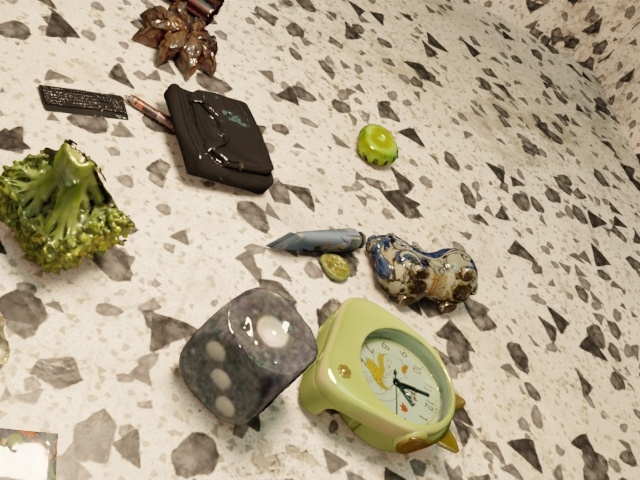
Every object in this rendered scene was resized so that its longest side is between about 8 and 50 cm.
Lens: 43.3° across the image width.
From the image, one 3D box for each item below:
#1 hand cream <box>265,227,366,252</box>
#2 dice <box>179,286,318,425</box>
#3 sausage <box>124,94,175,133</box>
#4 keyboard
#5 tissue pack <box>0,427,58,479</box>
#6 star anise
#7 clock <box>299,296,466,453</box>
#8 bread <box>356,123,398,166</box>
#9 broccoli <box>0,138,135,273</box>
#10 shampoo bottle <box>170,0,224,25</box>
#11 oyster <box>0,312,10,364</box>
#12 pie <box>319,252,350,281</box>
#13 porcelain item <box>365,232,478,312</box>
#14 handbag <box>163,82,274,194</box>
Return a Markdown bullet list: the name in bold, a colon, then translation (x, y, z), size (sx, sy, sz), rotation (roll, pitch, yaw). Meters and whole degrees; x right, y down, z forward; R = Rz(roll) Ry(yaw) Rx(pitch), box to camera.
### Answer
- **hand cream**: translation (0.000, 0.000, 1.868), size (0.271, 0.091, 0.058), rotation (0, 72, -45)
- **dice**: translation (-0.129, 0.208, 1.460), size (0.182, 0.183, 0.181), rotation (48, 36, 8)
- **sausage**: translation (-0.370, -0.282, 1.878), size (0.198, 0.025, 0.028), rotation (32, 70, -9)
- **keyboard**: translation (-0.520, -0.306, 1.784), size (0.196, 0.015, 0.074), rotation (1, 52, -39)
- **tissue pack**: translation (-0.458, 0.327, 1.162), size (0.148, 0.060, 0.109), rotation (15, 45, -28)
- **star anise**: translation (-0.358, -0.528, 2.075), size (0.236, 0.109, 0.223), rotation (51, 43, 11)
- **clock**: translation (0.141, 0.299, 1.650), size (0.348, 0.117, 0.286), rotation (35, 37, -8)
- **bread**: translation (0.156, -0.265, 2.266), size (0.130, 0.071, 0.139), rotation (10, 48, -29)
- **broccoli**: translation (-0.466, -0.050, 1.413), size (0.242, 0.273, 0.180), rotation (40, 71, 2)
- **shampoo bottle**: translation (-0.425, -0.721, 2.225), size (0.323, 0.084, 0.129), rotation (34, 35, -7)
- **oyster**: translation (-0.556, 0.133, 1.281), size (0.103, 0.051, 0.148), rotation (-3, 70, -45)
- **pie**: translation (0.035, 0.062, 1.876), size (0.084, 0.021, 0.084), rotation (24, 36, -19)
- **porcelain item**: translation (0.247, 0.070, 1.976), size (0.288, 0.138, 0.186), rotation (6, 31, -30)
- **handbag**: translation (-0.234, -0.242, 1.885), size (0.244, 0.088, 0.275), rotation (12, 47, -41)
